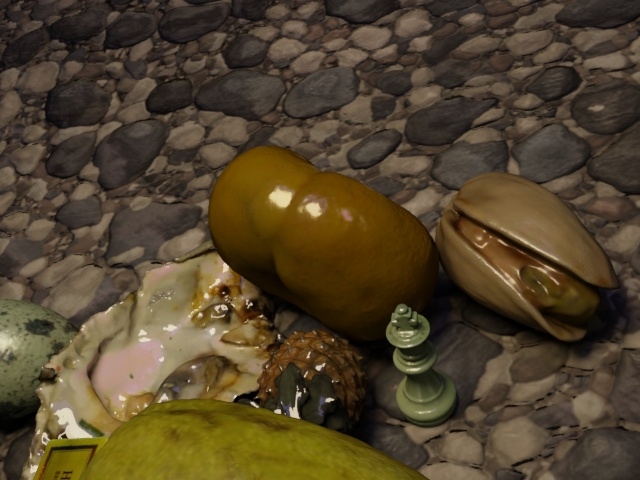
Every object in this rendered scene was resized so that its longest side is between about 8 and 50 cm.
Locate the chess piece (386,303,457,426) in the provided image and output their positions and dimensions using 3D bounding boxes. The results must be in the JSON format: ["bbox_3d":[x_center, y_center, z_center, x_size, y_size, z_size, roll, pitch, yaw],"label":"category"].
[{"bbox_3d":[0.089,0.109,0.855,0.059,0.149,0.059,-9,46,9],"label":"chess piece"}]

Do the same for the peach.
[{"bbox_3d":[0.000,0.000,0.931,0.251,0.251,0.153,20,72,34],"label":"peach"}]

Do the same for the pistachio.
[{"bbox_3d":[0.201,0.012,0.930,0.144,0.144,0.215,-32,48,-12],"label":"pistachio"}]

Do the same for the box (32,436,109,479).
[{"bbox_3d":[-0.157,0.272,0.728,0.064,0.220,0.141,-9,45,21],"label":"box"}]

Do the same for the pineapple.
[{"bbox_3d":[-0.017,0.162,0.808,0.111,0.119,0.237,-41,5,16],"label":"pineapple"}]

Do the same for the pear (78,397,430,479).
[{"bbox_3d":[-0.011,0.294,0.543,0.413,0.352,0.352,46,68,4],"label":"pear"}]

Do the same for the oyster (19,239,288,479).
[{"bbox_3d":[-0.176,0.148,0.964,0.201,0.107,0.354,37,52,20],"label":"oyster"}]

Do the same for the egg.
[{"bbox_3d":[-0.339,0.128,1.005,0.172,0.132,0.132,-10,44,3],"label":"egg"}]
